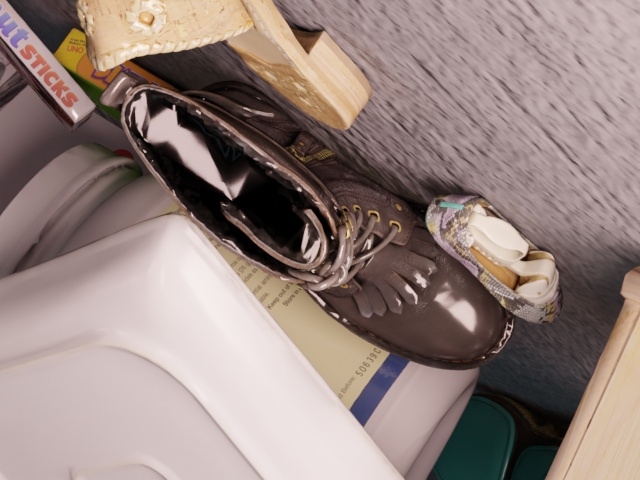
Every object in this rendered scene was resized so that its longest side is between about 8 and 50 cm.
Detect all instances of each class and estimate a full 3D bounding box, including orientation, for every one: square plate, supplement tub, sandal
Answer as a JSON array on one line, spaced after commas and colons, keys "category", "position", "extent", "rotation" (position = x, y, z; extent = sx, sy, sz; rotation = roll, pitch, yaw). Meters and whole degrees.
[{"category": "square plate", "position": [-0.086, 0.159, 1.010], "extent": [0.344, 0.049, 0.347], "rotation": [-18, 115, 48]}, {"category": "supplement tub", "position": [-0.077, 0.095, 1.174], "extent": [0.325, 0.235, 0.235], "rotation": [31, 172, 11]}, {"category": "sandal", "position": [-0.071, -0.103, 0.765], "extent": [0.240, 0.079, 0.088], "rotation": [40, 170, -38]}]

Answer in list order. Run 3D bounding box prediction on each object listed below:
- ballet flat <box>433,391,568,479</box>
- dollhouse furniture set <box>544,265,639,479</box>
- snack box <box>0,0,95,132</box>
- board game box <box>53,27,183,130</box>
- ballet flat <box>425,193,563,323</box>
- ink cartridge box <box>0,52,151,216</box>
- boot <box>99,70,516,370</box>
[{"category": "ballet flat", "position": [0.207, 0.217, 1.495], "extent": [0.123, 0.123, 0.348], "rotation": [36, 172, -16]}, {"category": "dollhouse furniture set", "position": [0.279, 0.212, 0.826], "extent": [0.394, 0.256, 0.362], "rotation": [26, 179, -36]}, {"category": "snack box", "position": [-0.220, -0.150, 1.127], "extent": [0.178, 0.022, 0.064], "rotation": [50, 171, -5]}, {"category": "board game box", "position": [-0.066, -0.058, 1.178], "extent": [0.259, 0.039, 0.124], "rotation": [34, 173, 13]}, {"category": "ballet flat", "position": [0.106, 0.012, 0.913], "extent": [0.114, 0.041, 0.041], "rotation": [37, 171, -31]}, {"category": "ink cartridge box", "position": [-0.328, -0.036, 1.433], "extent": [0.395, 0.285, 0.166], "rotation": [31, 172, 16]}, {"category": "boot", "position": [0.000, 0.000, 0.890], "extent": [0.263, 0.091, 0.229], "rotation": [36, -174, -3]}]
